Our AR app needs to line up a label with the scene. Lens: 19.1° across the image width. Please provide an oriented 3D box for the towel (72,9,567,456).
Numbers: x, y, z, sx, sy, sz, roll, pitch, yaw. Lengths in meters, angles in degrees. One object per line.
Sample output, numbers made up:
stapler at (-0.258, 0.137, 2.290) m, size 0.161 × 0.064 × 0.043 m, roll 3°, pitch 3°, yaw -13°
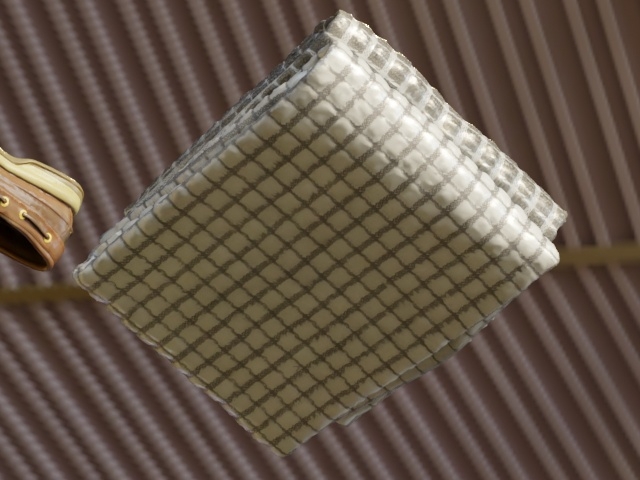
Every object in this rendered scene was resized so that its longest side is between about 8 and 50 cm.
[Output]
towel at (0.000, 0.000, 1.378) m, size 0.235 × 0.121 × 0.283 m, roll 41°, pitch -61°, yaw -17°

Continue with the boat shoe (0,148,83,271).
boat shoe at (-0.226, -0.032, 1.176) m, size 0.178 × 0.060 × 0.064 m, roll 25°, pitch -26°, yaw -36°
